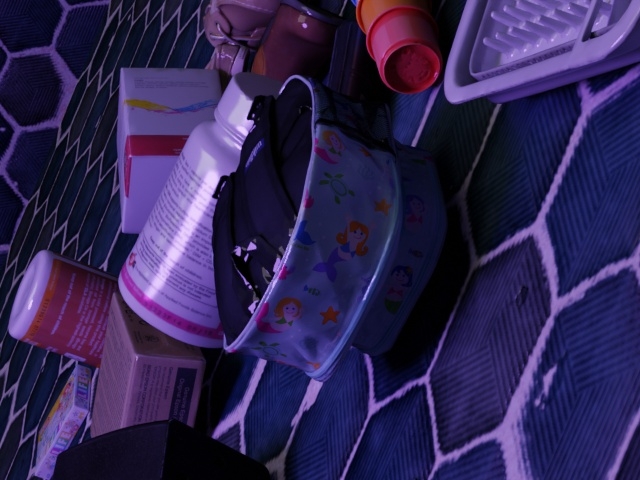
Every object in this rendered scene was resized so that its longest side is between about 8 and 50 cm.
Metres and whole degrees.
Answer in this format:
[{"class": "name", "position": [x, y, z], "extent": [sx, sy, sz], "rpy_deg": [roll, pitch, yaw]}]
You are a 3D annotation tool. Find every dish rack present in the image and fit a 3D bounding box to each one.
[{"class": "dish rack", "position": [0.225, -0.243, 1.257], "extent": [0.333, 0.072, 0.286], "rpy_deg": [-9, 62, 69]}]

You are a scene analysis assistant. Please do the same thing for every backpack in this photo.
[{"class": "backpack", "position": [0.000, 0.000, 1.420], "extent": [0.253, 0.191, 0.225], "rpy_deg": [-89, 24, -63]}]

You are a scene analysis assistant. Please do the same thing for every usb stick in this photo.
[{"class": "usb stick", "position": [0.026, -0.108, 1.659], "extent": [0.045, 0.077, 0.278], "rpy_deg": [-8, 55, 27]}]

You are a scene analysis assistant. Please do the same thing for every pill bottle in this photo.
[{"class": "pill bottle", "position": [-0.280, 0.103, 2.044], "extent": [0.121, 0.216, 0.121], "rpy_deg": [-55, 22, 35]}, {"class": "pill bottle", "position": [-0.100, -0.035, 1.785], "extent": [0.283, 0.160, 0.160], "rpy_deg": [-61, 20, 20]}]

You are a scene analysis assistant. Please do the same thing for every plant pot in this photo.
[{"class": "plant pot", "position": [-0.153, 0.283, 1.566], "extent": [0.167, 0.188, 0.187], "rpy_deg": [-40, 31, 35]}]

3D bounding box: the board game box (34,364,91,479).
[{"class": "board game box", "position": [-0.400, 0.282, 2.474], "extent": [0.154, 0.026, 0.103], "rpy_deg": [-58, 21, 27]}]

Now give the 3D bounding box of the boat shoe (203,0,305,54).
[{"class": "boat shoe", "position": [-0.096, -0.305, 2.164], "extent": [0.341, 0.121, 0.110], "rpy_deg": [-145, 73, -81]}]

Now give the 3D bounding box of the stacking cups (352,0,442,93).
[{"class": "stacking cups", "position": [0.079, -0.256, 1.678], "extent": [0.096, 0.096, 0.316], "rpy_deg": [-57, 26, 29]}]

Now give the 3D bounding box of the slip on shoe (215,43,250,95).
[{"class": "slip on shoe", "position": [-0.118, -0.195, 2.019], "extent": [0.135, 0.041, 0.051], "rpy_deg": [101, -175, -53]}]

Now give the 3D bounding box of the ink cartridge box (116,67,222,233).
[{"class": "ink cartridge box", "position": [-0.182, -0.112, 1.944], "extent": [0.176, 0.127, 0.128], "rpy_deg": [-102, 16, -45]}]

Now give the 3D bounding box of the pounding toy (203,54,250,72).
[{"class": "pounding toy", "position": [-0.156, -0.172, 2.185], "extent": [0.130, 0.100, 0.141], "rpy_deg": [-45, 29, 50]}]

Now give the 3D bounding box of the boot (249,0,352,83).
[{"class": "boot", "position": [-0.064, -0.144, 1.911], "extent": [0.264, 0.096, 0.281], "rpy_deg": [3, 73, 70]}]

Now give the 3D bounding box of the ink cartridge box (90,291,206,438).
[{"class": "ink cartridge box", "position": [-0.210, 0.188, 1.895], "extent": [0.235, 0.088, 0.193], "rpy_deg": [-129, 47, -68]}]
